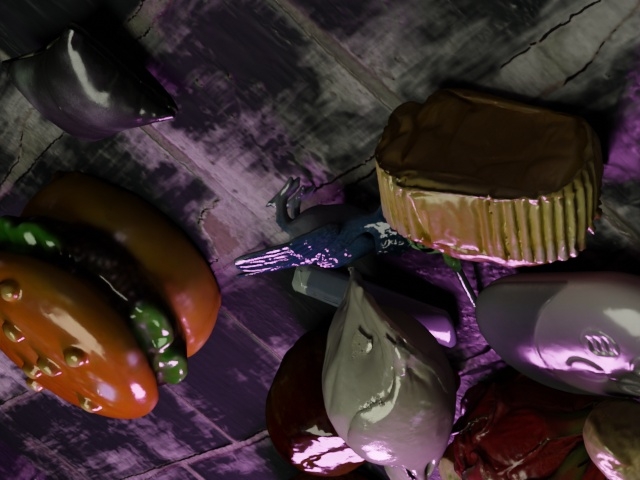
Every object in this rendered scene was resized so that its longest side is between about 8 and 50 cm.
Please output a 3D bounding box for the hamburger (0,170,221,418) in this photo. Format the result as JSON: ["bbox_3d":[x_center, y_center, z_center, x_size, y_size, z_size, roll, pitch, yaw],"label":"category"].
[{"bbox_3d":[-0.370,0.118,2.218,0.395,0.277,0.396,27,151,17],"label":"hamburger"}]

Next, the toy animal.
[{"bbox_3d":[0.000,0.000,1.781,0.255,0.239,0.176,-45,66,21],"label":"toy animal"}]

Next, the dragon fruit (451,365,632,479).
[{"bbox_3d":[0.303,0.263,1.836,0.234,0.234,0.293,41,120,-10],"label":"dragon fruit"}]

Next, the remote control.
[{"bbox_3d":[0.332,0.115,1.650,0.332,0.103,0.221,-2,139,50],"label":"remote control"}]

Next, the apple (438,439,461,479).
[{"bbox_3d":[0.264,0.372,2.040,0.173,0.160,0.195,106,147,-45],"label":"apple"}]

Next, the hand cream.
[{"bbox_3d":[0.078,0.090,1.943,0.255,0.048,0.079,19,152,24],"label":"hand cream"}]

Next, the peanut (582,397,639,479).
[{"bbox_3d":[0.428,0.258,1.704,0.274,0.125,0.111,21,132,-38],"label":"peanut"}]

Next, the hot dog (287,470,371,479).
[{"bbox_3d":[0.022,0.563,2.570,0.267,0.174,0.388,31,152,13],"label":"hot dog"}]

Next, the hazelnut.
[{"bbox_3d":[0.022,0.244,2.097,0.218,0.218,0.234,31,143,7],"label":"hazelnut"}]

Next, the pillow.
[{"bbox_3d":[-0.321,-0.206,1.862,0.186,0.106,0.250,40,154,-23],"label":"pillow"}]

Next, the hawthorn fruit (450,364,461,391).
[{"bbox_3d":[0.164,0.217,2.007,0.093,0.093,0.093,26,150,16],"label":"hawthorn fruit"}]

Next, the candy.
[{"bbox_3d":[0.177,0.025,1.733,0.083,0.091,0.305,56,180,38],"label":"candy"}]

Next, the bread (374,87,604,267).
[{"bbox_3d":[0.180,-0.064,1.471,0.250,0.179,0.133,9,134,25],"label":"bread"}]

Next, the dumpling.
[{"bbox_3d":[0.075,0.168,1.820,0.341,0.181,0.260,45,-166,-50],"label":"dumpling"}]
